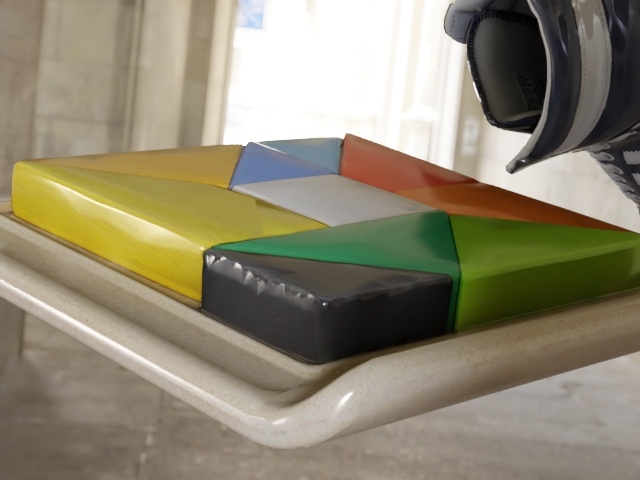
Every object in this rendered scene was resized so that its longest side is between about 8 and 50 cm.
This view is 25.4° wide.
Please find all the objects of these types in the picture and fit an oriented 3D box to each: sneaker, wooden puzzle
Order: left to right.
[{"bbox_3d":[0.000,0.000,0.477,0.221,0.044,0.239,-9,17,-43],"label":"wooden puzzle"},{"bbox_3d":[0.144,-0.062,0.697,0.153,0.099,0.282,-19,-27,-5],"label":"sneaker"}]
